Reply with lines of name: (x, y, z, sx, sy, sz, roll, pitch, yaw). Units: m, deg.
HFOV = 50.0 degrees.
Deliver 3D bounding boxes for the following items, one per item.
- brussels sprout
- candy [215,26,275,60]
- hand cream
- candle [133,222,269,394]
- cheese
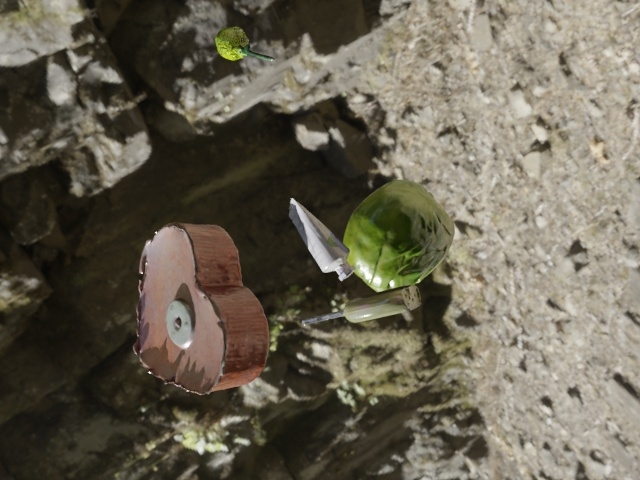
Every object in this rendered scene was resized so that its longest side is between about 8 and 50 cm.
brussels sprout: (0.135, -0.010, 1.237, 0.161, 0.223, 0.223, 21, 145, 39)
candy: (-0.077, -0.200, 0.717, 0.123, 0.035, 0.035, 39, 145, 54)
hand cream: (0.000, 0.000, 1.058, 0.142, 0.053, 0.084, 51, 163, 10)
candle: (-0.218, 0.143, 1.216, 0.287, 0.132, 0.316, -50, 54, 31)
cheese: (0.058, 0.109, 1.076, 0.097, 0.192, 0.037, -7, -99, -66)
